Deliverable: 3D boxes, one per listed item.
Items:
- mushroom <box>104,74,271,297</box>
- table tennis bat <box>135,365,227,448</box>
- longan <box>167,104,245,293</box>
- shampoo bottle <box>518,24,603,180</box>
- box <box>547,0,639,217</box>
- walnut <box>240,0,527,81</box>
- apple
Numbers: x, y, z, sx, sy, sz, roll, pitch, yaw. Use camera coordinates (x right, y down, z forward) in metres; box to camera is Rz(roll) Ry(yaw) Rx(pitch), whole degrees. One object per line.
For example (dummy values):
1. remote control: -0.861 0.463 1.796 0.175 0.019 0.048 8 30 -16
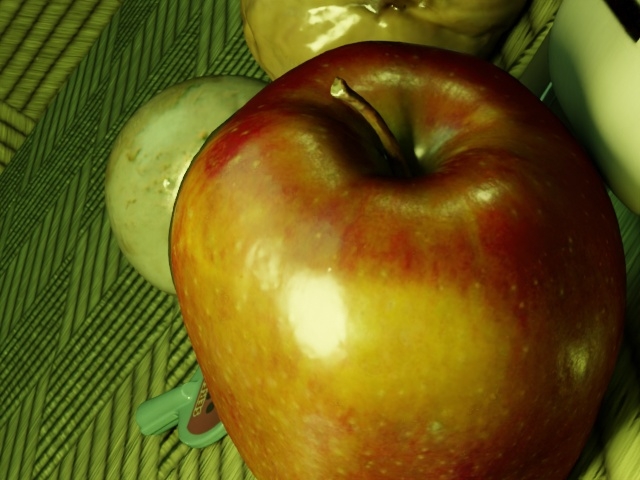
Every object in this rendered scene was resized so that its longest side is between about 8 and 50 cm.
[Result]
1. mushroom: -0.096 -0.054 1.932 0.243 0.243 0.243 -50 19 25
2. table tennis bat: -0.117 0.155 1.907 0.244 0.040 0.153 -29 34 49
3. longan: 0.000 0.000 1.508 0.258 0.258 0.258 -50 19 25
4. shampoo bottle: 0.203 -0.118 1.417 0.246 0.080 0.079 -58 18 0
5. box: 0.291 -0.181 1.186 0.349 0.141 0.288 -53 20 17
6. walnut: 0.052 -0.287 1.778 0.306 0.306 0.344 -50 13 23
7. apple: 0.054 0.036 1.178 0.288 0.288 0.316 -86 -5 -56
